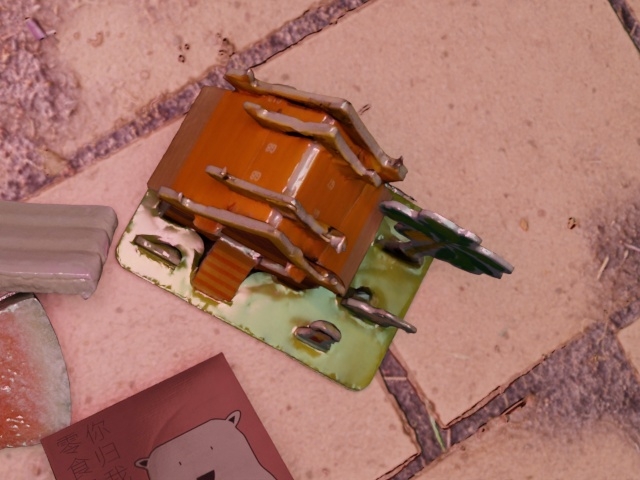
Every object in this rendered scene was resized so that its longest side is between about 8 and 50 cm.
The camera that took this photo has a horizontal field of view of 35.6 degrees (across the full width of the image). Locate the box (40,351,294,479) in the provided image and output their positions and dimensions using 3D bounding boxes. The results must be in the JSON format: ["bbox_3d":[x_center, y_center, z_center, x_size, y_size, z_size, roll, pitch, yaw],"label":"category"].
[{"bbox_3d":[-0.144,0.257,1.012,0.215,0.086,0.215,-25,58,-15],"label":"box"}]

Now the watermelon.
[{"bbox_3d":[-0.381,0.155,1.022,0.241,0.094,0.154,-18,100,-12],"label":"watermelon"}]

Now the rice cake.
[{"bbox_3d":[-0.334,0.002,1.020,0.237,0.043,0.127,6,41,-5],"label":"rice cake"}]

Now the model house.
[{"bbox_3d":[0.000,0.000,0.999,0.357,0.313,0.242,32,82,-10],"label":"model house"}]
